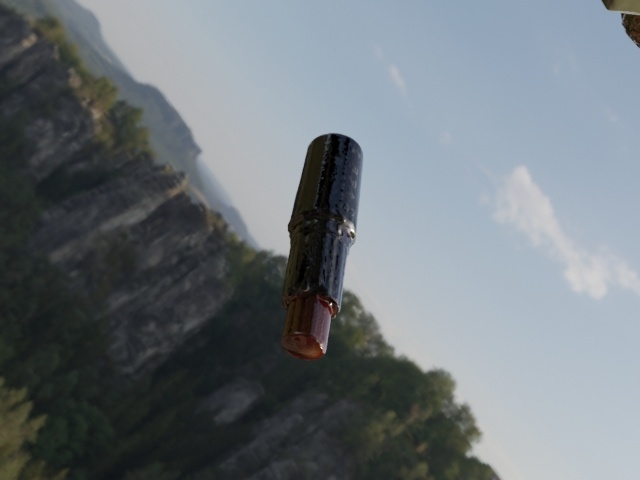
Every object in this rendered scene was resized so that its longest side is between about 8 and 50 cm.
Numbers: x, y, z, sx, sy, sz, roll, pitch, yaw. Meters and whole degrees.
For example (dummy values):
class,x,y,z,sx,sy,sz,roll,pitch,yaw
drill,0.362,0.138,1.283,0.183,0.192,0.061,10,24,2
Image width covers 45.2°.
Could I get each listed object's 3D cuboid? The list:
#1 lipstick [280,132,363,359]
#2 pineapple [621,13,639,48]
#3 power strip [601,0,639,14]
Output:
class,x,y,z,sx,sy,sz,roll,pitch,yaw
lipstick,0.000,0.000,0.876,0.081,0.081,0.300,60,31,-45
pineapple,0.421,-0.291,0.856,0.108,0.108,0.198,53,-18,9
power strip,0.247,-0.134,0.341,0.078,0.272,0.052,103,-14,-54
